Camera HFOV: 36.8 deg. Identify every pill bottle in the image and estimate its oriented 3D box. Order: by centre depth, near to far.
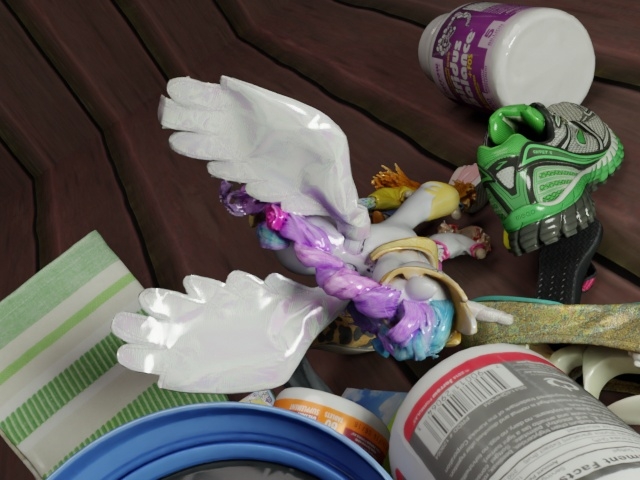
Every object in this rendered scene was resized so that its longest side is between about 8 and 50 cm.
[{"bbox_3d":[0.183,0.214,0.697,0.176,0.176,0.318,-36,25,-3],"label":"pill bottle"},{"bbox_3d":[-0.023,0.259,0.890,0.121,0.121,0.221,-6,52,45],"label":"pill bottle"},{"bbox_3d":[0.270,-0.280,1.485,0.169,0.169,0.301,-37,24,-7],"label":"pill bottle"}]

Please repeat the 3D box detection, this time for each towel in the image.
[{"bbox_3d":[-0.273,0.186,1.176,0.248,0.325,0.038,-39,-8,-11],"label":"towel"}]

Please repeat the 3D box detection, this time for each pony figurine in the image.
[{"bbox_3d":[0.000,0.000,0.969,0.351,0.303,0.363,12,15,-1],"label":"pony figurine"}]

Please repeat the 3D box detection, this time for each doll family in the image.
[{"bbox_3d":[0.116,-0.039,1.266,0.163,0.118,0.263,-16,14,-32],"label":"doll family"}]

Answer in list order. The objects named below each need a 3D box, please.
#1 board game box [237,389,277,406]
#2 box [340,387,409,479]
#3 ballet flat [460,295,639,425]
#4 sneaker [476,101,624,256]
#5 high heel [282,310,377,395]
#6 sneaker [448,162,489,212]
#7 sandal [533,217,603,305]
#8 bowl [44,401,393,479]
[{"bbox_3d":[-0.101,0.249,1.102,0.154,0.026,0.103,-34,54,0],"label":"board game box"},{"bbox_3d":[0.074,0.207,0.998,0.178,0.042,0.109,-5,37,46],"label":"box"},{"bbox_3d":[0.244,0.113,0.892,0.348,0.123,0.123,-5,38,47],"label":"ballet flat"},{"bbox_3d":[0.280,-0.116,1.174,0.134,0.146,0.343,-21,13,27],"label":"sneaker"},{"bbox_3d":[0.005,0.069,1.157,0.093,0.186,0.261,-17,30,40],"label":"high heel"},{"bbox_3d":[0.233,-0.098,1.343,0.134,0.051,0.070,-41,30,-4],"label":"sneaker"},{"bbox_3d":[0.271,0.043,1.060,0.067,0.040,0.179,-11,37,40],"label":"sandal"},{"bbox_3d":[-0.088,0.320,0.749,0.391,0.077,0.391,-7,57,11],"label":"bowl"}]
